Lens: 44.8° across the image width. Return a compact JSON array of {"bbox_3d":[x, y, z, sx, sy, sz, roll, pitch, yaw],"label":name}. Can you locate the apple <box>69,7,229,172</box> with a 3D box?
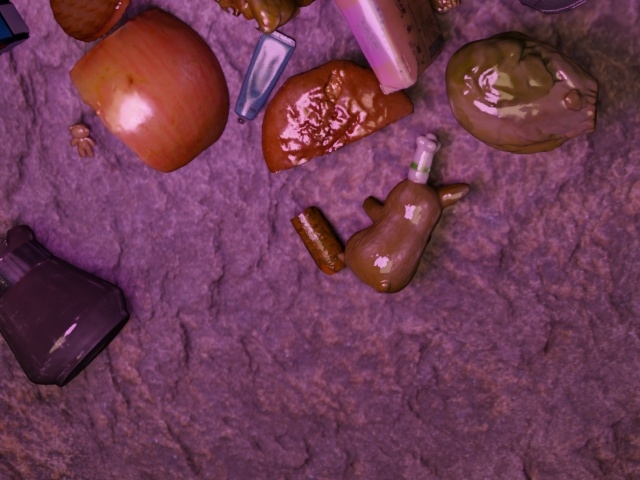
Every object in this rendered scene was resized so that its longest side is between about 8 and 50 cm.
[{"bbox_3d":[-0.364,-0.319,1.731,0.309,0.314,0.252,48,152,-7],"label":"apple"}]

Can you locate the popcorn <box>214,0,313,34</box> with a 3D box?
[{"bbox_3d":[-0.128,-0.570,1.517,0.326,0.321,0.289,0,113,-11],"label":"popcorn"}]

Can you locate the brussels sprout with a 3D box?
[{"bbox_3d":[0.402,-0.302,1.574,0.317,0.274,0.242,16,91,-3],"label":"brussels sprout"}]

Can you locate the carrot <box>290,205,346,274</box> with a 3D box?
[{"bbox_3d":[0.000,0.000,1.857,0.082,0.082,0.173,-28,98,18],"label":"carrot"}]

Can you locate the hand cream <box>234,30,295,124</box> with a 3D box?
[{"bbox_3d":[-0.137,-0.366,1.754,0.083,0.048,0.224,27,107,-3],"label":"hand cream"}]

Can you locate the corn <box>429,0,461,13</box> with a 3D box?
[{"bbox_3d":[0.209,-0.604,1.579,0.087,0.086,0.288,-20,108,16],"label":"corn"}]

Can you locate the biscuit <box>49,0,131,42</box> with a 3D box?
[{"bbox_3d":[-0.474,-0.575,1.626,0.318,0.040,0.317,-2,87,41],"label":"biscuit"}]

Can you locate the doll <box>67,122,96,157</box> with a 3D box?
[{"bbox_3d":[-0.573,-0.238,1.861,0.062,0.051,0.093,0,113,2],"label":"doll"}]

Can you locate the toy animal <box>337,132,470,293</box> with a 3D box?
[{"bbox_3d":[0.198,-0.054,1.768,0.181,0.180,0.362,29,91,-11],"label":"toy animal"}]

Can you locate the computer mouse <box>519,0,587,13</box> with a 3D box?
[{"bbox_3d":[0.521,-0.613,1.511,0.203,0.114,0.374,34,113,-6],"label":"computer mouse"}]

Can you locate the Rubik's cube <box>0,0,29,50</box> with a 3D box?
[{"bbox_3d":[-0.795,-0.486,1.733,0.180,0.167,0.183,-22,108,16],"label":"Rubik's cube"}]

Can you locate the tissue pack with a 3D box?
[{"bbox_3d":[0.144,-0.453,1.560,0.123,0.215,0.256,-18,112,41],"label":"tissue pack"}]

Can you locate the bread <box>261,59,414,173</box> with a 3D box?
[{"bbox_3d":[0.018,-0.291,1.680,0.340,0.194,0.178,-22,101,14],"label":"bread"}]

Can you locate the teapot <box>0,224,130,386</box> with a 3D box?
[{"bbox_3d":[-0.700,0.170,1.944,0.362,0.305,0.376,43,141,0],"label":"teapot"}]
